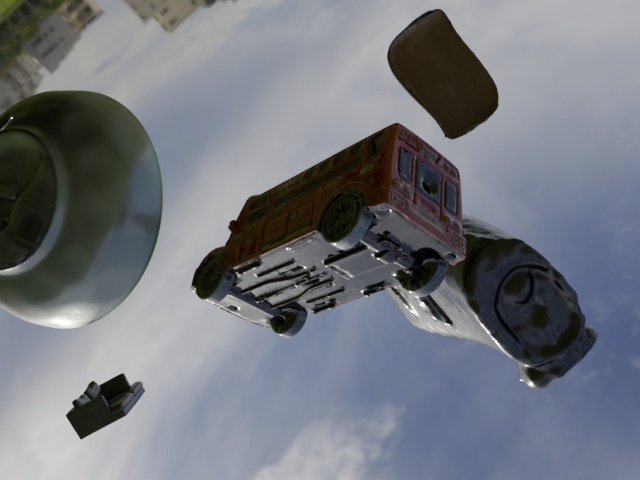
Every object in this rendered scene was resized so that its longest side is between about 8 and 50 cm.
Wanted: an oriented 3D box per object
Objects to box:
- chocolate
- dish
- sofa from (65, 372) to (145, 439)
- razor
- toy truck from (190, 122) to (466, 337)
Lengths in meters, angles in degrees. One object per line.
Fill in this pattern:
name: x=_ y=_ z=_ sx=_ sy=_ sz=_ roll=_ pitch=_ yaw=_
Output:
chocolate: x=0.102 y=-0.136 z=0.619 sx=0.064 sy=0.100 sz=0.031 roll=-41 pitch=-177 yaw=6
dish: x=-0.367 y=-0.049 z=0.954 sx=0.324 sy=0.124 sz=0.324 roll=-3 pitch=-97 yaw=27
sofa: x=-0.340 y=0.250 z=1.185 sx=0.085 sy=0.060 sz=0.147 roll=-27 pitch=-176 yaw=1
razor: x=0.161 y=0.048 z=0.838 sx=0.107 sy=0.189 sz=0.327 roll=-44 pitch=-167 yaw=-8
toy truck: x=0.000 y=0.000 z=0.654 sx=0.253 sy=0.107 sz=0.114 roll=-23 pitch=-132 yaw=42
